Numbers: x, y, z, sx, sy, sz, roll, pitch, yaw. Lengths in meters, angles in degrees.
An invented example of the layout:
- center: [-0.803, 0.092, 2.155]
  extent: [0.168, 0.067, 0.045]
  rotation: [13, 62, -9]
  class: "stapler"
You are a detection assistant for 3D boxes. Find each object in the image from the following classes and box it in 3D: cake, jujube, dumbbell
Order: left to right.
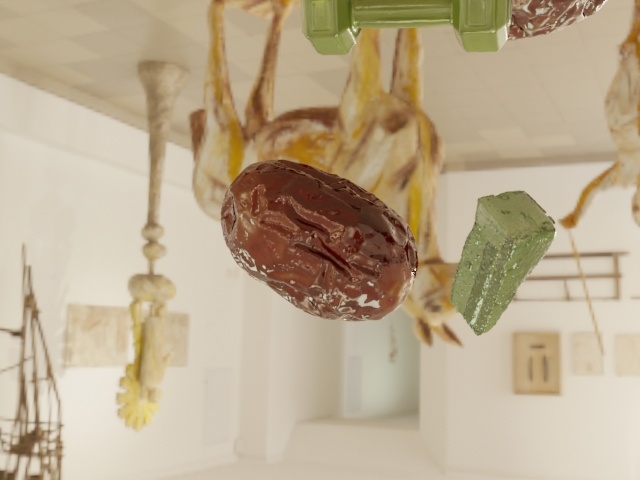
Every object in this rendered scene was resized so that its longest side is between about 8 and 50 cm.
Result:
- center: [0.000, 0.000, 0.989]
  extent: [0.250, 0.174, 0.174]
  rotation: [35, 173, 3]
  class: "jujube"
- center: [0.124, -0.333, 1.180]
  extent: [0.301, 0.122, 0.108]
  rotation: [4, -164, 18]
  class: "dumbbell"
- center: [0.249, 0.043, 1.232]
  extent: [0.099, 0.100, 0.235]
  rotation: [-3, 133, -38]
  class: "cake"
- center: [0.451, -0.565, 1.683]
  extent: [0.376, 0.277, 0.276]
  rotation: [-20, -179, -23]
  class: "jujube"
